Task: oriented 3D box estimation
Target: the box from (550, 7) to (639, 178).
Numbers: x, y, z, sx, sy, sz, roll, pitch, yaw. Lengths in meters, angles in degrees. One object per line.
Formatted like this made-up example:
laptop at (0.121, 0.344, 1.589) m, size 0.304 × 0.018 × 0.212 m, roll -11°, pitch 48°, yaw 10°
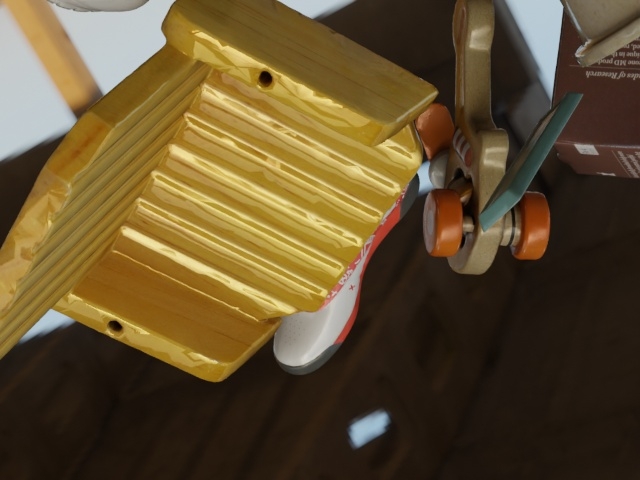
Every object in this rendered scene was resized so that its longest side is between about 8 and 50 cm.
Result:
box at (0.377, -0.278, 1.894) m, size 0.143 × 0.382 × 0.191 m, roll 7°, pitch 174°, yaw 20°

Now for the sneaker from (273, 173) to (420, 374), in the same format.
sneaker at (-0.001, -0.001, 1.654) m, size 0.090 × 0.145 × 0.270 m, roll 21°, pitch -105°, yaw 37°

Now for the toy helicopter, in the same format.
toy helicopter at (0.191, -0.134, 1.973) m, size 0.140 × 0.355 × 0.235 m, roll 1°, pitch 177°, yaw -9°

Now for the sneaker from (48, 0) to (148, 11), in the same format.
sneaker at (-0.171, -0.261, 1.218) m, size 0.129 × 0.111 × 0.297 m, roll 7°, pitch 163°, yaw 12°

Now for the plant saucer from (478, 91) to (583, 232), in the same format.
plant saucer at (0.213, -0.085, 1.587) m, size 0.067 × 0.018 × 0.192 m, roll -47°, pitch -176°, yaw 48°

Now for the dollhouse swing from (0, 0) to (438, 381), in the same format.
dollhouse swing at (-0.105, 0.004, 1.371) m, size 0.347 × 0.315 × 0.305 m, roll -56°, pitch -166°, yaw 33°

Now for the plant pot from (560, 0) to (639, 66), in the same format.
plant pot at (0.246, -0.355, 1.191) m, size 0.334 × 0.305 × 0.334 m, roll -37°, pitch -177°, yaw 2°
